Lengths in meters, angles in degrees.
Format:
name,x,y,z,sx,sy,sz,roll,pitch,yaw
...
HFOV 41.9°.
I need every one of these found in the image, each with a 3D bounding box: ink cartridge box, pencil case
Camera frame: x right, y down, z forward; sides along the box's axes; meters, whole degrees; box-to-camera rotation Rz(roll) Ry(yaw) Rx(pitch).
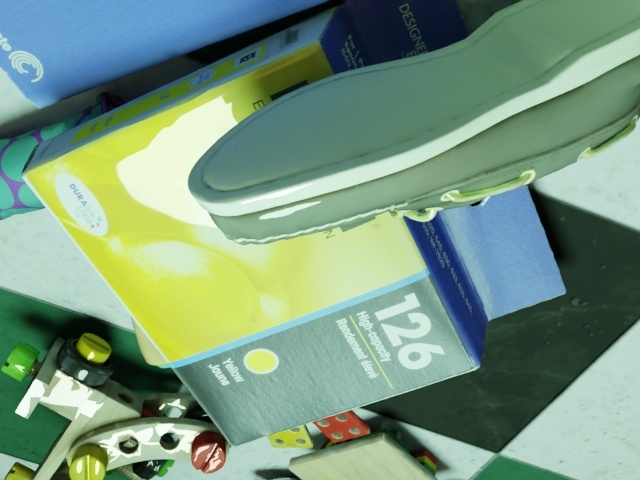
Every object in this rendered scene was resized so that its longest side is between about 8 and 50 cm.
name,x,y,z,sx,sy,sz,roll,pitch,yaw
ink cartridge box,0.000,0.000,0.619,0.307,0.072,0.304,-21,121,15
pencil case,-0.210,-0.066,0.665,0.151,0.070,0.064,-16,164,22

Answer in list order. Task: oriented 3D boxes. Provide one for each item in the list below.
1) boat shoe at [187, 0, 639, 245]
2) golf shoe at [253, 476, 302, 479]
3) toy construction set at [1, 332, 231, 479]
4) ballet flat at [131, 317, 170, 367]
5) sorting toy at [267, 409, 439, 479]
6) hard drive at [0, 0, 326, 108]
name,x,y,z,sx,sy,sz,roll,pitch,yaw
boat shoe,0.073,-0.061,0.503,0.305,0.109,0.091,-24,131,-12
golf shoe,-0.039,0.359,1.055,0.093,0.077,0.198,8,129,20
toy construction set,-0.253,0.240,0.831,0.237,0.309,0.257,39,122,-18
ballet flat,-0.077,0.069,0.766,0.232,0.080,0.073,-13,115,22
sorting toy,0.051,0.249,0.935,0.132,0.046,0.274,-25,125,32
hard drive,-0.114,-0.214,0.514,0.318,0.040,0.210,-14,130,24
